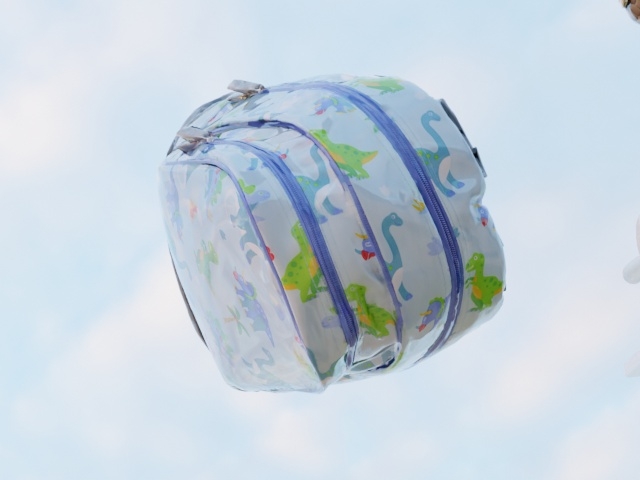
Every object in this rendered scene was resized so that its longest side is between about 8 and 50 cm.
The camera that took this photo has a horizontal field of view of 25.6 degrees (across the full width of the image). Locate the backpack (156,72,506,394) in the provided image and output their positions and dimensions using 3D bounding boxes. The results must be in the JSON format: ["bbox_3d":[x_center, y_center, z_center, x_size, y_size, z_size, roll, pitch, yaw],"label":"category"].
[{"bbox_3d":[0.000,0.000,1.148,0.273,0.290,0.356,-21,8,-39],"label":"backpack"}]

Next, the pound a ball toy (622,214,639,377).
[{"bbox_3d":[0.294,0.094,1.005,0.136,0.208,0.319,-6,-10,7],"label":"pound a ball toy"}]

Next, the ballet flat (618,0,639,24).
[{"bbox_3d":[0.192,-0.239,0.822,0.058,0.084,0.249,0,-49,3],"label":"ballet flat"}]
